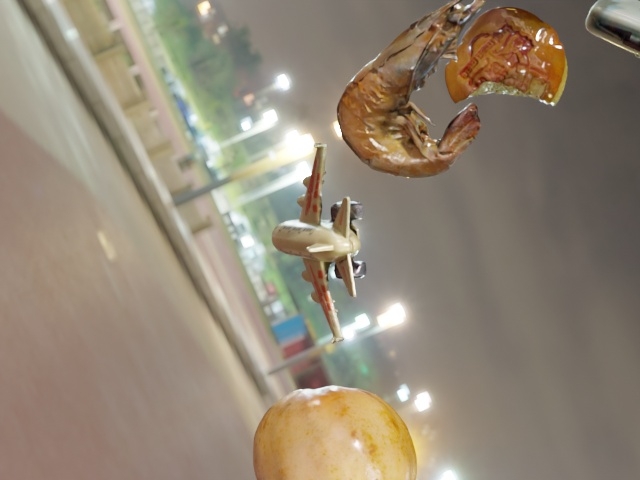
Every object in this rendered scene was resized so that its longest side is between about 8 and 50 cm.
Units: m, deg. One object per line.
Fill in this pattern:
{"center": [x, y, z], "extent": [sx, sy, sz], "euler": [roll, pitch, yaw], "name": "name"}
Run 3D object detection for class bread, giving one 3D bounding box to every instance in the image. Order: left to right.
{"center": [0.245, -0.238, 1.692], "extent": [0.086, 0.156, 0.125], "euler": [4, 88, -70], "name": "bread"}

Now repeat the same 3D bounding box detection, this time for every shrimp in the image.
{"center": [0.114, -0.157, 1.369], "extent": [0.143, 0.052, 0.251], "euler": [39, -43, -3], "name": "shrimp"}

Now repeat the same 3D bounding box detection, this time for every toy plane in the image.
{"center": [0.000, 0.000, 1.600], "extent": [0.256, 0.104, 0.241], "euler": [-152, -124, -80], "name": "toy plane"}

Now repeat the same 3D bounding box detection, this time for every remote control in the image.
{"center": [0.498, -0.251, 1.732], "extent": [0.296, 0.140, 0.056], "euler": [30, -62, 26], "name": "remote control"}

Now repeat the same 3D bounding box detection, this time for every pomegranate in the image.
{"center": [0.015, 0.275, 1.602], "extent": [0.207, 0.207, 0.207], "euler": [156, -90, -88], "name": "pomegranate"}
